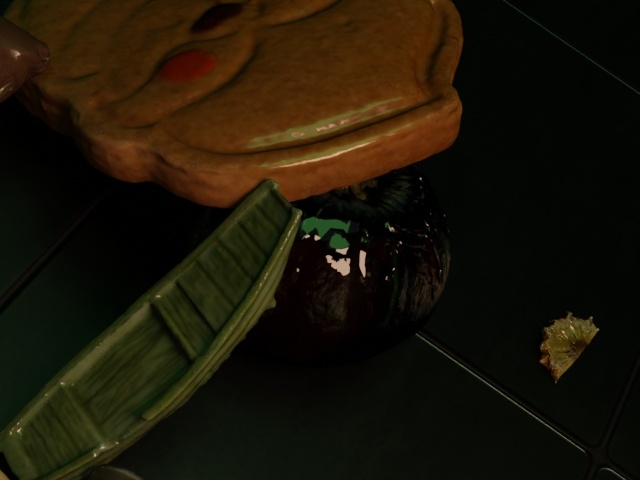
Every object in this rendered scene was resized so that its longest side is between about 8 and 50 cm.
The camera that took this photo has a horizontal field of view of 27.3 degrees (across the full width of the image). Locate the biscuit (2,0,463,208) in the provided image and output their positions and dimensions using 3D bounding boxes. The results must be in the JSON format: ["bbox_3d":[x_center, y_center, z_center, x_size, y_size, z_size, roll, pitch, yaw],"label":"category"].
[{"bbox_3d":[-0.080,-0.164,1.134,0.455,0.078,0.350,24,49,32],"label":"biscuit"}]

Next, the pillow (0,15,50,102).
[{"bbox_3d":[-0.425,-0.134,1.028,0.305,0.108,0.308,34,58,12],"label":"pillow"}]

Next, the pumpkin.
[{"bbox_3d":[0.000,0.000,1.119,0.233,0.163,0.233,16,39,-14],"label":"pumpkin"}]

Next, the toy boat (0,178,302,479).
[{"bbox_3d":[-0.117,0.079,0.976,0.093,0.293,0.055,48,3,39],"label":"toy boat"}]

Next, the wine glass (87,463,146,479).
[{"bbox_3d":[-0.187,0.248,0.890,0.093,0.093,0.202,39,47,5],"label":"wine glass"}]

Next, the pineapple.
[{"bbox_3d":[0.232,0.096,1.256,0.045,0.019,0.083,46,52,8],"label":"pineapple"}]

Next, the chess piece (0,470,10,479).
[{"bbox_3d":[-0.291,0.137,0.846,0.167,0.167,0.300,-4,34,-28],"label":"chess piece"}]
